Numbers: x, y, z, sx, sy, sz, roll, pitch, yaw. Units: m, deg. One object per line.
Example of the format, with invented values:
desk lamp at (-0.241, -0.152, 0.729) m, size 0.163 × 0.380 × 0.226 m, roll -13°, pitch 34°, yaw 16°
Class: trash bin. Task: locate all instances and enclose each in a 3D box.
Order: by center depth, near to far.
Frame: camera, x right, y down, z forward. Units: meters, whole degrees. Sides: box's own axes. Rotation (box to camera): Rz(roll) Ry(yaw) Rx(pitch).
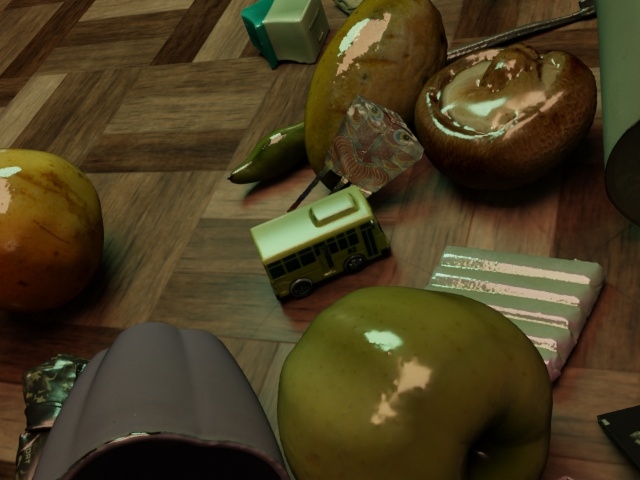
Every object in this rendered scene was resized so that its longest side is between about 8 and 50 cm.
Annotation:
trash bin at (0.485, -0.237, 0.947) m, size 0.280 × 0.280 × 0.432 m, roll -1°, pitch 51°, yaw 22°

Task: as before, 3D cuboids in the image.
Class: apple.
apple at (0.086, 0.171, 0.756) m, size 0.279 × 0.279 × 0.279 m, roll -12°, pitch 45°, yaw 12°

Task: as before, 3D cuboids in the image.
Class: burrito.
burrito at (0.075, -0.462, 1.504) m, size 0.051 × 0.042 × 0.171 m, roll -28°, pitch 41°, yaw -9°

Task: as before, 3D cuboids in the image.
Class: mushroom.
mushroom at (0.257, -0.175, 1.061) m, size 0.253 × 0.153 × 0.253 m, roll -19°, pitch 43°, yaw 18°

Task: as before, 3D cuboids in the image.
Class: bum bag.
bum bag at (-0.335, 0.245, 0.970) m, size 0.102 × 0.069 × 0.248 m, roll 7°, pitch 38°, yaw -21°

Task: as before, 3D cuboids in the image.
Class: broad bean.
broad bean at (-0.012, -0.174, 1.242) m, size 0.325 × 0.067 × 0.075 m, roll -30°, pitch 7°, yaw -15°

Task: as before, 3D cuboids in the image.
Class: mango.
mango at (0.074, -0.233, 1.165) m, size 0.176 × 0.175 × 0.330 m, roll 34°, pitch 86°, yaw 16°

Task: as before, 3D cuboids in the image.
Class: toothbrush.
toothbrush at (0.337, -0.357, 1.299) m, size 0.297 × 0.031 × 0.030 m, roll -18°, pitch 18°, yaw 8°

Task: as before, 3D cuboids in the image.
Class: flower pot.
flower pot at (-0.163, 0.219, 0.797) m, size 0.265 × 0.265 × 0.243 m, roll -22°, pitch 33°, yaw 2°

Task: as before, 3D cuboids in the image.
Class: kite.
kite at (0.034, -0.095, 1.090) m, size 0.127 × 0.016 × 0.229 m, roll 46°, pitch 104°, yaw 8°

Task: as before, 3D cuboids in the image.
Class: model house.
model house at (-0.074, -0.412, 1.473) m, size 0.148 × 0.100 × 0.127 m, roll 2°, pitch 49°, yaw 21°

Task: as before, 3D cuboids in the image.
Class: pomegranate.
pomegranate at (-0.457, -0.023, 1.142) m, size 0.264 × 0.264 × 0.264 m, roll -12°, pitch 45°, yaw 12°

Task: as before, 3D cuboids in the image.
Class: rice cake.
rice cake at (0.216, 0.083, 0.917) m, size 0.198 × 0.037 × 0.189 m, roll 15°, pitch 55°, yaw 33°

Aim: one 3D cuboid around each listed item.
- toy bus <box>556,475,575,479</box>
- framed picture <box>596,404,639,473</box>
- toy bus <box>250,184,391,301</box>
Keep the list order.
toy bus at (0.273, 0.271, 0.711) m, size 0.130 × 0.037 × 0.052 m, roll 24°, pitch 59°, yaw 37°
framed picture at (0.437, 0.150, 0.658) m, size 0.338 × 0.014 × 0.255 m, roll -16°, pitch 2°, yaw 7°
toy bus at (0.000, 0.000, 1.043) m, size 0.175 × 0.101 × 0.088 m, roll -23°, pitch 43°, yaw -2°
